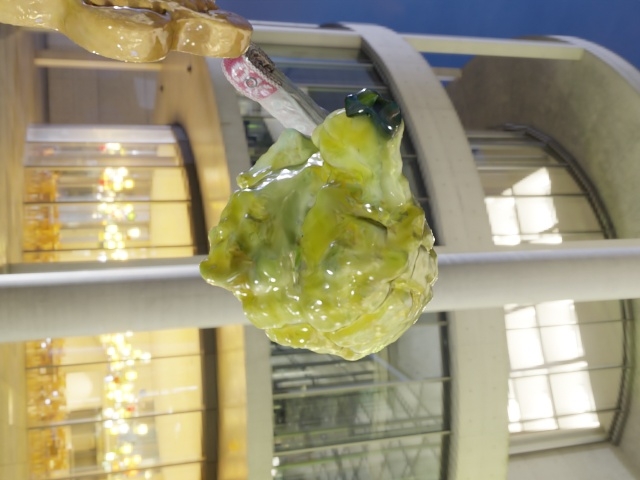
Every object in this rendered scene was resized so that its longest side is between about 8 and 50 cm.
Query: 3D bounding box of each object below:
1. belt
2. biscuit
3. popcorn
[{"bbox_3d":[-0.040,-0.186,1.021,0.053,0.232,0.071,-32,-148,28],"label":"belt"},{"bbox_3d":[-0.240,-0.264,0.753,0.355,0.275,0.052,34,-58,32],"label":"biscuit"},{"bbox_3d":[0.003,0.002,0.848,0.237,0.293,0.293,9,78,-73],"label":"popcorn"}]
